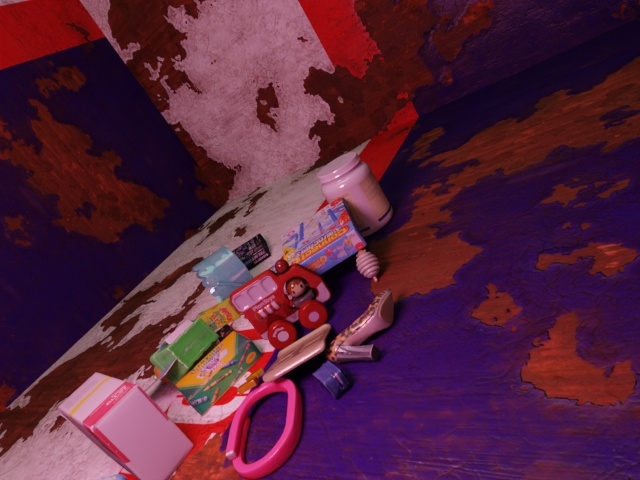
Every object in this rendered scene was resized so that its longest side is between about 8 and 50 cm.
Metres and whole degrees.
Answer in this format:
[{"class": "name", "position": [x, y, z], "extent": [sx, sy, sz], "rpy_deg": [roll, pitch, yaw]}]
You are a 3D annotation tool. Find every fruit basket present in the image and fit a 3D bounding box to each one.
[{"class": "fruit basket", "position": [-0.567, 0.453, 1.678], "extent": [0.353, 0.165, 0.327], "rpy_deg": [-35, 8, 39]}]

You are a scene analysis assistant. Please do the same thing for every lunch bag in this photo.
[{"class": "lunch bag", "position": [0.034, 0.369, 1.148], "extent": [0.065, 0.067, 0.098], "rpy_deg": [-40, 23, -18]}]

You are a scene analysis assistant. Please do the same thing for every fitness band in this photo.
[{"class": "fitness band", "position": [-0.147, 0.493, 1.157], "extent": [0.209, 0.054, 0.291], "rpy_deg": [-29, 22, 11]}]

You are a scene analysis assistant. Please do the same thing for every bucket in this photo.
[{"class": "bucket", "position": [-0.452, 0.175, 2.024], "extent": [0.183, 0.281, 0.281], "rpy_deg": [-41, 22, -19]}]

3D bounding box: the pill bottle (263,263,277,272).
[{"class": "pill bottle", "position": [-0.240, 0.178, 1.962], "extent": [0.137, 0.078, 0.078], "rpy_deg": [-37, 21, -10]}]

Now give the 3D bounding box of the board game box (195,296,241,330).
[{"class": "board game box", "position": [-0.452, 0.333, 1.905], "extent": [0.181, 0.092, 0.043], "rpy_deg": [-27, 21, 15]}]

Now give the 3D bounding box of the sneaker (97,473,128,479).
[{"class": "sneaker", "position": [-0.578, 0.739, 1.137], "extent": [0.318, 0.127, 0.208], "rpy_deg": [-10, 32, 45]}]

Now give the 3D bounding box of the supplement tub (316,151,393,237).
[{"class": "supplement tub", "position": [0.150, -0.199, 1.885], "extent": [0.235, 0.325, 0.235], "rpy_deg": [-28, 21, 12]}]

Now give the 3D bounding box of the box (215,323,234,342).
[{"class": "box", "position": [-0.381, 0.386, 1.742], "extent": [0.062, 0.052, 0.083], "rpy_deg": [-38, 20, -12]}]

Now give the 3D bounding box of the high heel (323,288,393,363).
[{"class": "high heel", "position": [0.111, 0.246, 1.276], "extent": [0.186, 0.093, 0.261], "rpy_deg": [-14, 33, 38]}]

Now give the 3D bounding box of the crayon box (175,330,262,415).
[{"class": "crayon box", "position": [-0.356, 0.455, 1.506], "extent": [0.278, 0.081, 0.165], "rpy_deg": [-43, 22, -24]}]

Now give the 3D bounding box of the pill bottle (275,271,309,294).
[{"class": "pill bottle", "position": [-0.132, 0.168, 1.785], "extent": [0.193, 0.108, 0.108], "rpy_deg": [-20, 24, 30]}]

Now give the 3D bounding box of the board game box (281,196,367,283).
[{"class": "board game box", "position": [0.000, 0.000, 1.671], "extent": [0.308, 0.086, 0.302], "rpy_deg": [-33, 27, 9]}]

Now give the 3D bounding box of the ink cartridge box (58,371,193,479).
[{"class": "ink cartridge box", "position": [-0.613, 0.574, 1.332], "extent": [0.384, 0.279, 0.160], "rpy_deg": [-10, 29, 46]}]

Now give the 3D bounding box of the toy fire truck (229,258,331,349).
[{"class": "toy fire truck", "position": [-0.127, 0.204, 1.488], "extent": [0.302, 0.254, 0.169], "rpy_deg": [-34, 21, -1]}]

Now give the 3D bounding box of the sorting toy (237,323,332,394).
[{"class": "sorting toy", "position": [-0.100, 0.371, 1.320], "extent": [0.307, 0.041, 0.229], "rpy_deg": [-32, 0, 6]}]

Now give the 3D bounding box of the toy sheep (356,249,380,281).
[{"class": "toy sheep", "position": [0.172, 0.090, 1.526], "extent": [0.091, 0.132, 0.091], "rpy_deg": [-27, -22, -12]}]

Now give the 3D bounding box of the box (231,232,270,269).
[{"class": "box", "position": [-0.435, 0.097, 2.441], "extent": [0.293, 0.073, 0.295], "rpy_deg": [-35, 21, -2]}]
